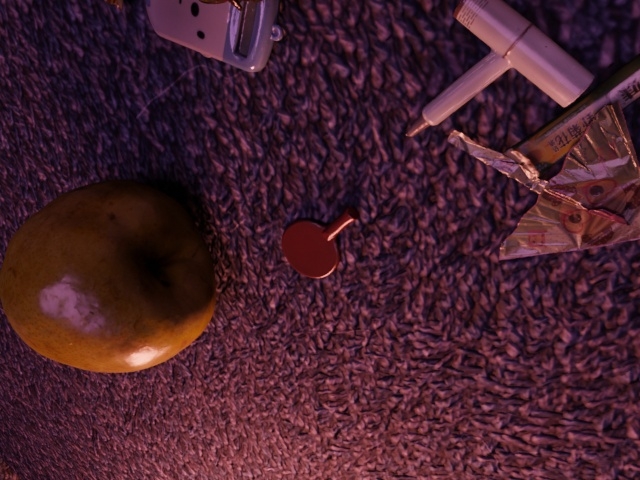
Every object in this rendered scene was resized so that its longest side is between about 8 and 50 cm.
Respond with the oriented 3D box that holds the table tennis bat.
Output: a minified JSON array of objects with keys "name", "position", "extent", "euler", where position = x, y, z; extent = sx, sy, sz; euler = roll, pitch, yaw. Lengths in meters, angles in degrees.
[{"name":"table tennis bat","position":[0.000,0.000,0.721],"extent":[0.098,0.019,0.155],"euler":[49,128,-1]}]

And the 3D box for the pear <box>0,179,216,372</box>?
[{"name":"pear","position":[-0.329,0.064,0.755],"extent":[0.304,0.304,0.303],"euler":[11,118,22]}]

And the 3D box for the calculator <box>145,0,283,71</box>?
[{"name":"calculator","position":[-0.139,-0.303,0.633],"extent":[0.210,0.039,0.121],"euler":[27,124,13]}]

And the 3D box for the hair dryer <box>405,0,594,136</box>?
[{"name":"hair dryer","position":[0.175,-0.159,0.546],"extent":[0.155,0.044,0.183],"euler":[42,130,5]}]

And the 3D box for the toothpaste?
[{"name":"toothpaste","position":[0.285,-0.137,0.500],"extent":[0.049,0.031,0.204],"euler":[44,128,-4]}]

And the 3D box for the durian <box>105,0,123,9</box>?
[{"name":"durian","position":[-0.324,-0.428,0.641],"extent":[0.132,0.165,0.182],"euler":[-2,147,-14]}]

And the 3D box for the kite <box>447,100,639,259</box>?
[{"name":"kite","position":[0.255,-0.057,0.547],"extent":[0.250,0.012,0.229],"euler":[28,130,5]}]

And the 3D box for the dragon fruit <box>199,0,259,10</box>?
[{"name":"dragon fruit","position":[-0.052,-0.337,0.492],"extent":[0.189,0.182,0.182],"euler":[-22,107,-12]}]
